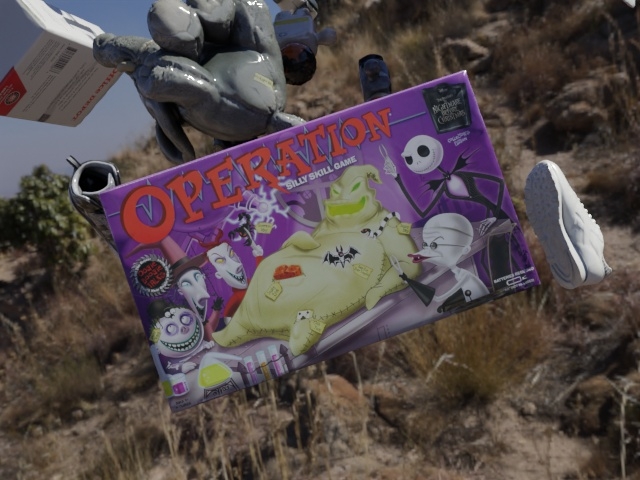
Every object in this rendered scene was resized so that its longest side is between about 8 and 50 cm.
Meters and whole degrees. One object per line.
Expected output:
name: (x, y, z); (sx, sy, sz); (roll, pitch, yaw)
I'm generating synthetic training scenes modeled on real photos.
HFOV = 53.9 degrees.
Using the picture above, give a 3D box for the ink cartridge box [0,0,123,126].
ink cartridge box: (-0.523, -0.333, 1.198); (0.197, 0.114, 0.273); (-44, -7, 12)

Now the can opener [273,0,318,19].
can opener: (-0.109, -0.685, 1.696); (0.074, 0.093, 0.280); (-23, -34, 27)

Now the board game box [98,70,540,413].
board game box: (0.000, 0.000, 0.572); (0.346, 0.208, 0.056); (-20, -5, -2)

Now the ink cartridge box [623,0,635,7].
ink cartridge box: (0.261, -0.494, 0.764); (0.308, 0.385, 0.091); (13, -15, -35)

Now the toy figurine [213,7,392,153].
toy figurine: (-0.016, -0.167, 0.819); (0.209, 0.213, 0.148); (-44, 32, 33)

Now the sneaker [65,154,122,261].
sneaker: (-0.354, -0.042, 1.117); (0.101, 0.268, 0.153); (-46, -6, -20)

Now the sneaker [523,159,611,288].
sneaker: (0.442, -0.033, 1.126); (0.094, 0.235, 0.090); (-13, -7, -19)

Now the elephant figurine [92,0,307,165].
elephant figurine: (-0.145, -0.173, 0.707); (0.169, 0.186, 0.239); (-3, -5, -31)
